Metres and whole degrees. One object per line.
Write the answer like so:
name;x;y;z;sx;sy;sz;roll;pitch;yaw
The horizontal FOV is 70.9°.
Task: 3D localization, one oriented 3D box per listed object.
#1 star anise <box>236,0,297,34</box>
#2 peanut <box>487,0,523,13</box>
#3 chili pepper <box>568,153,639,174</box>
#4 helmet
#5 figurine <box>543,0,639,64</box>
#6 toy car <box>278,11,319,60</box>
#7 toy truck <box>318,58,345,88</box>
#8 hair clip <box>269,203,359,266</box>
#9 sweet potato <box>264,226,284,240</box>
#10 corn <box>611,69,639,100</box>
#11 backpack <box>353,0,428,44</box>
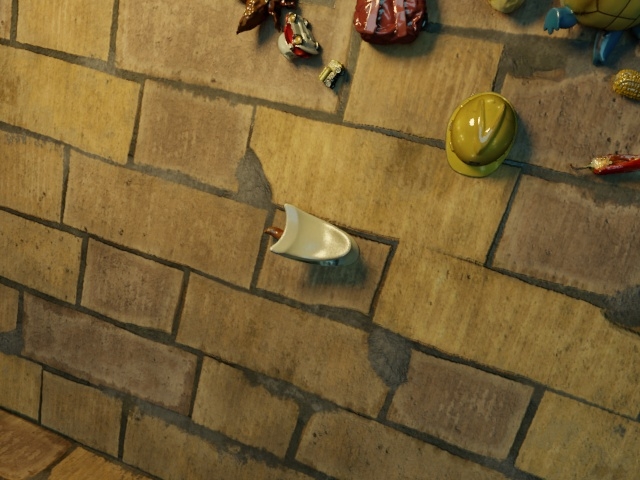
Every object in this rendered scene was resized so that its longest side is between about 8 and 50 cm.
star anise;-0.172;-0.798;1.378;0.238;0.148;0.346;28;117;6
peanut;0.486;-0.776;1.207;0.152;0.152;0.312;-13;97;17
chili pepper;0.854;-0.217;1.274;0.268;0.059;0.050;-5;138;13
helmet;0.471;-0.312;1.312;0.205;0.140;0.256;16;102;12
figurine;0.736;-0.620;1.148;0.416;0.243;0.298;36;151;8
toy car;-0.083;-0.631;1.418;0.112;0.112;0.139;-23;85;34
toy truck;0.038;-0.531;1.427;0.054;0.049;0.083;43;110;5
hair clip;-0.006;0.002;1.501;0.282;0.113;0.172;16;80;5
sweet potato;-0.096;-0.011;1.567;0.203;0.055;0.058;17;115;10
corn;0.890;-0.406;1.212;0.208;0.068;0.068;21;106;8
backpack;0.200;-0.685;1.302;0.230;0.139;0.229;3;103;14
